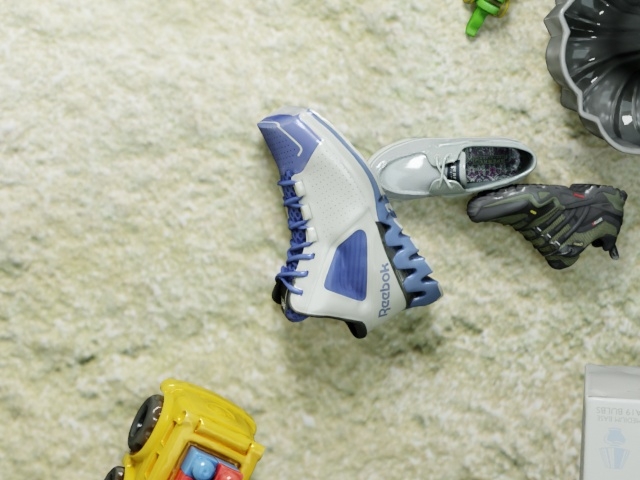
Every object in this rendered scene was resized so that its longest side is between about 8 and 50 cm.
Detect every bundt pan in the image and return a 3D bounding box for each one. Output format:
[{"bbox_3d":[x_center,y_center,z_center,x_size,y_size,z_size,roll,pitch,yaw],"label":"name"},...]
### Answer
[{"bbox_3d":[0.434,-0.263,1.670,0.331,0.124,0.330,-2,96,-15],"label":"bundt pan"}]

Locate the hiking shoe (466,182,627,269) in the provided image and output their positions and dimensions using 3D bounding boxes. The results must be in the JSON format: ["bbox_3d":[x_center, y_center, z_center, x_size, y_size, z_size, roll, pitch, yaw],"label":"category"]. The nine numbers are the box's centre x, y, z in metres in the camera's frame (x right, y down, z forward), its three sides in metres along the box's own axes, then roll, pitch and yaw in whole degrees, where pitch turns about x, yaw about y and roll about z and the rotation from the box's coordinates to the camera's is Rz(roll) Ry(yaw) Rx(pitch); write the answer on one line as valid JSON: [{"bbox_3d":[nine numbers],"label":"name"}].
[{"bbox_3d":[0.299,-0.017,1.679,0.227,0.086,0.114,-1,93,-16],"label":"hiking shoe"}]

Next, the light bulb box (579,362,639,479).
[{"bbox_3d":[0.510,0.359,1.643,0.358,0.225,0.360,1,96,13],"label":"light bulb box"}]

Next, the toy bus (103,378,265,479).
[{"bbox_3d":[-0.160,0.300,1.524,0.149,0.211,0.220,28,90,-18],"label":"toy bus"}]

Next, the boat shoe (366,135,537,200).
[{"bbox_3d":[0.167,-0.096,1.636,0.228,0.081,0.079,-9,98,-15],"label":"boat shoe"}]

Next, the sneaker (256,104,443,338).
[{"bbox_3d":[0.001,0.001,1.577,0.182,0.127,0.315,-38,106,-11],"label":"sneaker"}]

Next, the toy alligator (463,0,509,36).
[{"bbox_3d":[0.234,-0.349,1.641,0.056,0.051,0.189,25,89,-17],"label":"toy alligator"}]
